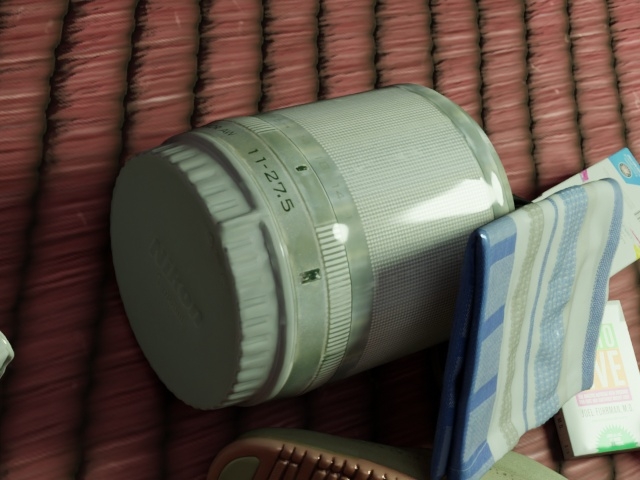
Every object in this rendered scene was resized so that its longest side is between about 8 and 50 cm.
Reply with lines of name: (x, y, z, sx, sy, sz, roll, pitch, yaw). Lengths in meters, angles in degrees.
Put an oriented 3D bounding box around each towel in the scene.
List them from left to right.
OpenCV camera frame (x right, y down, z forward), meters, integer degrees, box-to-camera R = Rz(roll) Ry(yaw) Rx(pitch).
towel: (0.176, 0.065, 0.925, 0.285, 0.034, 0.209, -17, 118, -55)

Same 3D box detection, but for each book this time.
book: (0.258, 0.133, 1.097, 0.096, 0.035, 0.144, -3, 68, -24)

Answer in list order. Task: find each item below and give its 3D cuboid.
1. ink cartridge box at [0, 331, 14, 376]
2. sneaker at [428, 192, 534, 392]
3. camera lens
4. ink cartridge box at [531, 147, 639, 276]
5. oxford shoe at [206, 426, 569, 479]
ink cartridge box: (-0.341, 0.128, 0.683, 0.273, 0.197, 0.114, -37, 86, -36)
sneaker: (0.161, 0.054, 1.025, 0.087, 0.130, 0.227, 15, 62, -18)
camera lens: (0.000, 0.000, 0.911, 0.274, 0.219, 0.219, -16, 74, -32)
ink cartridge box: (0.266, -0.010, 1.151, 0.181, 0.061, 0.104, -26, 79, -35)
oxford shoe: (0.098, 0.230, 0.927, 0.397, 0.140, 0.146, 23, 26, -10)
